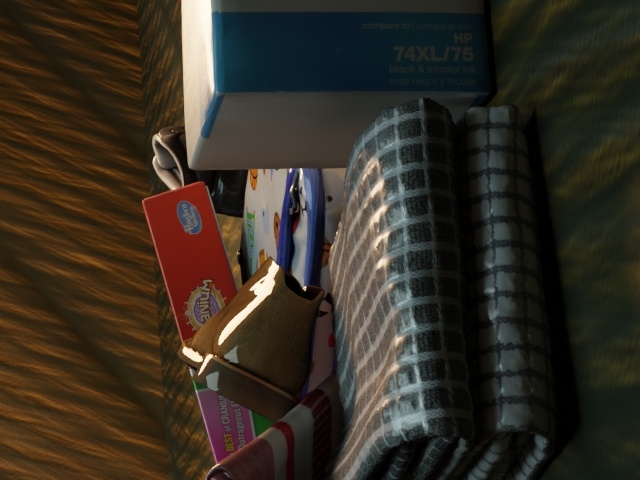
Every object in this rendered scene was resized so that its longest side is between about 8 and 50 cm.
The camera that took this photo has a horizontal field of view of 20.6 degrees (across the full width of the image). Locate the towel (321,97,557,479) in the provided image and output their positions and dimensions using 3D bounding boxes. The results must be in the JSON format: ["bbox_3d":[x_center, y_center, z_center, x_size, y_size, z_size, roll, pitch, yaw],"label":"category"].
[{"bbox_3d":[0.065,0.066,1.199,0.284,0.121,0.235,111,157,-64],"label":"towel"}]

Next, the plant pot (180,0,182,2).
[{"bbox_3d":[-0.067,-0.307,1.702,0.174,0.191,0.191,-151,61,-74],"label":"plant pot"}]

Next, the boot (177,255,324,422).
[{"bbox_3d":[-0.045,0.080,1.442,0.115,0.112,0.305,-64,6,-5],"label":"boot"}]

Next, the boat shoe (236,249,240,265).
[{"bbox_3d":[-0.042,0.087,1.897,0.233,0.079,0.084,-105,19,-48],"label":"boat shoe"}]

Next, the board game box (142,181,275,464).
[{"bbox_3d":[-0.087,0.133,1.714,0.242,0.064,0.316,81,172,-69],"label":"board game box"}]

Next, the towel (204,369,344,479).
[{"bbox_3d":[-0.007,0.223,1.352,0.329,0.037,0.237,-32,-52,-62],"label":"towel"}]

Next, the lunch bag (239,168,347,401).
[{"bbox_3d":[0.000,0.000,1.573,0.243,0.115,0.303,-107,18,-52],"label":"lunch bag"}]

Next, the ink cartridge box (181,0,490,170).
[{"bbox_3d":[0.000,-0.208,1.314,0.198,0.197,0.270,128,140,-74],"label":"ink cartridge box"}]

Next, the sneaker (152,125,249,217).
[{"bbox_3d":[-0.127,-0.146,2.123,0.101,0.153,0.269,111,156,-62],"label":"sneaker"}]
